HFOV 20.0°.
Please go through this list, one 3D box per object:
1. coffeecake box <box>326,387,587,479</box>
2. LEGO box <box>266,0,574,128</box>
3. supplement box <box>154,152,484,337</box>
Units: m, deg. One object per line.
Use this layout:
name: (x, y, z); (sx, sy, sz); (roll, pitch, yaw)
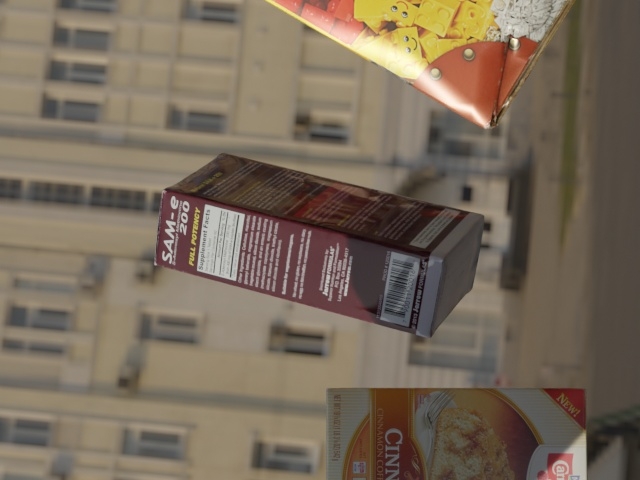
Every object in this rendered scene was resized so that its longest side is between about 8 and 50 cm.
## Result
coffeecake box: (0.098, 0.179, 1.307); (0.068, 0.185, 0.142); (63, -153, -80)
LEGO box: (0.044, -0.306, 1.363); (0.193, 0.372, 0.500); (-60, -2, 20)
supplement box: (0.000, 0.000, 1.486); (0.130, 0.239, 0.073); (-39, -39, -64)
